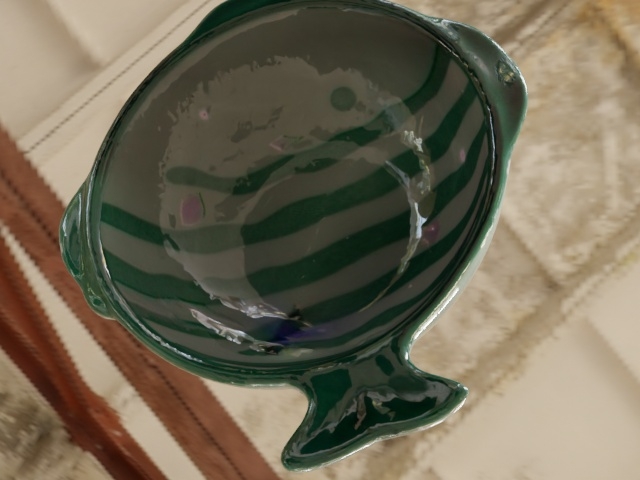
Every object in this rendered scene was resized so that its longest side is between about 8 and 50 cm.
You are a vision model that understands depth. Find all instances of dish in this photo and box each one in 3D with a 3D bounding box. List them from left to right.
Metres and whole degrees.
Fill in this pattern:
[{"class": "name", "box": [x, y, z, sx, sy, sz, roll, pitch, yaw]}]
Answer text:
[{"class": "dish", "box": [0.000, 0.000, 0.814, 0.224, 0.078, 0.246, -22, -123, 6]}]
